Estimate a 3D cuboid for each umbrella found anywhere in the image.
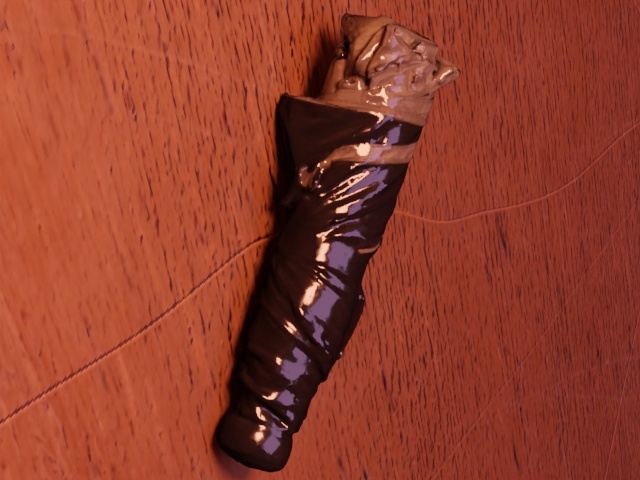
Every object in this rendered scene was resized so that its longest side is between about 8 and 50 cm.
[{"bbox_3d":[-0.005,-0.002,1.394,0.113,0.106,0.357,28,80,-52],"label":"umbrella"}]
